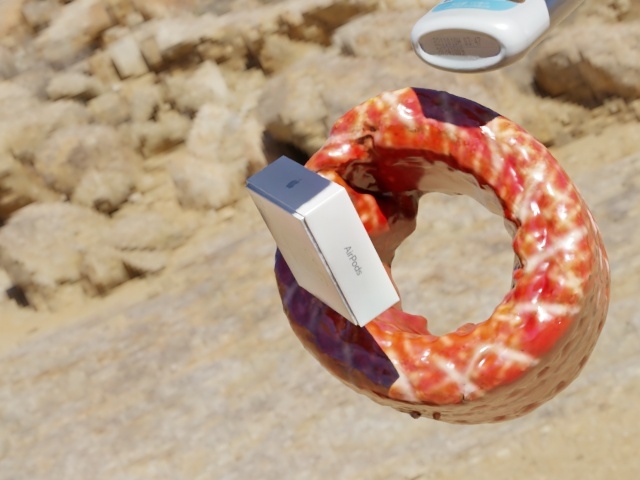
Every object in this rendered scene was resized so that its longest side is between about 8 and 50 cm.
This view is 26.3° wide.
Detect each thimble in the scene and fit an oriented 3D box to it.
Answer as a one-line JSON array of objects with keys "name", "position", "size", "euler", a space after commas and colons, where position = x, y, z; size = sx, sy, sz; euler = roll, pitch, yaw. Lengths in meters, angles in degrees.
[{"name": "thimble", "position": [0.129, 0.028, 1.453], "size": [0.350, 0.350, 0.230], "euler": [-23, -19, 16]}]

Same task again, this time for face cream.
[{"name": "face cream", "position": [0.258, -0.315, 1.722], "size": [0.163, 0.080, 0.336], "euler": [7, 37, 39]}]

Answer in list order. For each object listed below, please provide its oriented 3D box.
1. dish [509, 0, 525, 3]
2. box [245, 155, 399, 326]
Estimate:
[{"name": "dish", "position": [0.118, -0.323, 1.248], "size": [0.064, 0.154, 0.234], "euler": [-22, -32, 4]}, {"name": "box", "position": [0.000, 0.000, 1.276], "size": [0.051, 0.130, 0.129], "euler": [-35, 29, -14]}]
